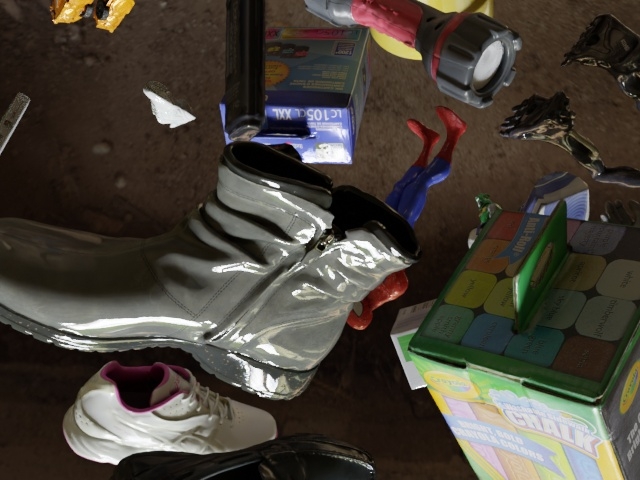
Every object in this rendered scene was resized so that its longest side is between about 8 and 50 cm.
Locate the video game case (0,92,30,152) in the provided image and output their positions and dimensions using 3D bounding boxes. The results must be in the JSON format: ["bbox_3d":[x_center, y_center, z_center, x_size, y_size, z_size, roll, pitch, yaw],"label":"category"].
[{"bbox_3d":[-0.399,-0.086,0.938,0.019,0.143,0.157,31,149,-23],"label":"video game case"}]

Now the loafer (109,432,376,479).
[{"bbox_3d":[-0.049,0.197,0.615,0.223,0.078,0.076,4,97,-28],"label":"loafer"}]

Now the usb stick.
[{"bbox_3d":[-0.098,-0.268,1.053,0.045,0.077,0.277,9,72,-31],"label":"usb stick"}]

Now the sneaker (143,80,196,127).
[{"bbox_3d":[-0.300,-0.255,1.532,0.061,0.152,0.053,-31,67,11],"label":"sneaker"}]

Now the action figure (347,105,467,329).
[{"bbox_3d":[0.060,-0.040,0.909,0.139,0.091,0.280,28,69,-22],"label":"action figure"}]

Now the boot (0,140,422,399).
[{"bbox_3d":[-0.076,-0.001,0.475,0.247,0.083,0.161,19,128,-17],"label":"boot"}]

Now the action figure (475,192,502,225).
[{"bbox_3d":[0.396,-0.002,1.807,0.064,0.232,0.137,-6,157,-13],"label":"action figure"}]

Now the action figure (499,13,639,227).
[{"bbox_3d":[0.288,-0.054,0.621,0.276,0.141,0.164,35,100,-9],"label":"action figure"}]

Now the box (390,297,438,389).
[{"bbox_3d":[0.160,0.133,1.077,0.101,0.102,0.087,-18,101,18],"label":"box"}]

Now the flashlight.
[{"bbox_3d":[0.096,-0.265,0.975,0.103,0.304,0.103,-50,146,-7],"label":"flashlight"}]

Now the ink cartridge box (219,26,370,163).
[{"bbox_3d":[-0.046,-0.298,1.691,0.270,0.395,0.151,3,134,10],"label":"ink cartridge box"}]

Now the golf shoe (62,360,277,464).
[{"bbox_3d":[-0.186,0.240,1.095,0.306,0.115,0.140,10,122,-29],"label":"golf shoe"}]

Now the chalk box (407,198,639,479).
[{"bbox_3d":[0.154,0.070,0.509,0.132,0.132,0.213,11,141,44],"label":"chalk box"}]

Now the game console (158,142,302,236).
[{"bbox_3d":[-0.154,0.010,1.194,0.044,0.361,0.213,24,135,41],"label":"game console"}]

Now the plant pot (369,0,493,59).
[{"bbox_3d":[0.204,-0.522,1.536,0.254,0.254,0.239,-9,145,7],"label":"plant pot"}]

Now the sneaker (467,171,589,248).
[{"bbox_3d":[0.340,-0.001,1.396,0.128,0.182,0.315,-16,136,-21],"label":"sneaker"}]

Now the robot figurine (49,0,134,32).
[{"bbox_3d":[-0.447,-0.558,1.664,0.291,0.211,0.085,-39,64,41],"label":"robot figurine"}]
